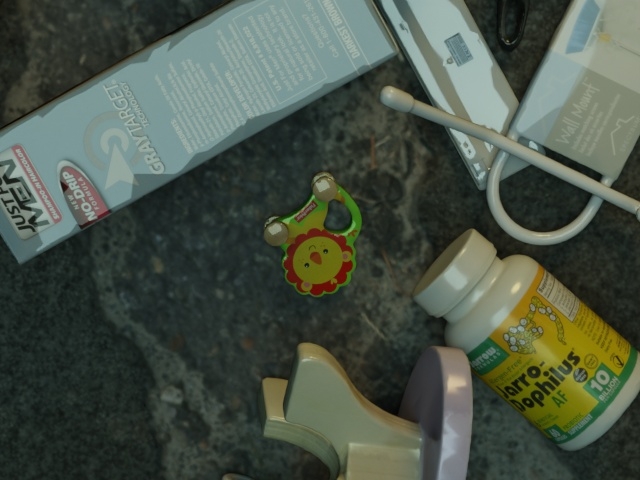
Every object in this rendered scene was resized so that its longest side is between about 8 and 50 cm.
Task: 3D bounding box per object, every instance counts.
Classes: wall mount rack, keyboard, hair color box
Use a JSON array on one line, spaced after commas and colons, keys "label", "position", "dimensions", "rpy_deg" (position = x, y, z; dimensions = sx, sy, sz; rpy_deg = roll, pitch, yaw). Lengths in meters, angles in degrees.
[{"label": "wall mount rack", "position": [0.224, -0.166, 1.537], "dimensions": [0.304, 0.130, 0.350], "rpy_deg": [24, 98, -11]}, {"label": "keyboard", "position": [0.120, -0.173, 1.609], "dimensions": [0.072, 0.014, 0.256], "rpy_deg": [-30, 98, 0]}, {"label": "hair color box", "position": [-0.121, -0.128, 1.530], "dimensions": [0.374, 0.185, 0.114], "rpy_deg": [-29, 98, 5]}]

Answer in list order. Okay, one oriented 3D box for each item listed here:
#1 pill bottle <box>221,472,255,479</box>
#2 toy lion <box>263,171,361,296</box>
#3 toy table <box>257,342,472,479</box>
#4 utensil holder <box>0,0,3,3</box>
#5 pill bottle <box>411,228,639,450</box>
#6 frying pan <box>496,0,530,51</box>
[{"label": "pill bottle", "position": [-0.087, 0.271, 1.666], "dimensions": [0.043, 0.043, 0.083], "rpy_deg": [19, 99, -2]}, {"label": "toy lion", "position": [0.000, 0.000, 1.630], "dimensions": [0.100, 0.034, 0.096], "rpy_deg": [-43, 103, 6]}, {"label": "toy table", "position": [0.031, 0.216, 1.567], "dimensions": [0.160, 0.252, 0.274], "rpy_deg": [7, 107, -11]}, {"label": "utensil holder", "position": [-0.502, -0.264, 1.447], "dimensions": [0.327, 0.327, 0.385], "rpy_deg": [-39, 98, 6]}, {"label": "pill bottle", "position": [0.190, 0.088, 1.596], "dimensions": [0.208, 0.117, 0.117], "rpy_deg": [41, 97, -6]}, {"label": "frying pan", "position": [0.215, -0.353, 1.557], "dimensions": [0.197, 0.053, 0.326], "rpy_deg": [-15, 108, 9]}]
